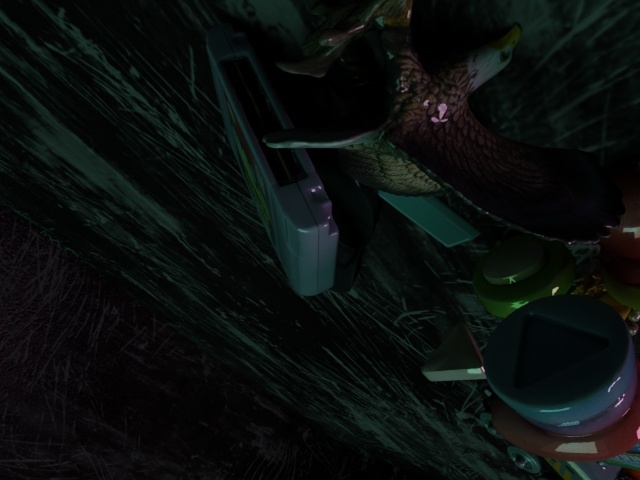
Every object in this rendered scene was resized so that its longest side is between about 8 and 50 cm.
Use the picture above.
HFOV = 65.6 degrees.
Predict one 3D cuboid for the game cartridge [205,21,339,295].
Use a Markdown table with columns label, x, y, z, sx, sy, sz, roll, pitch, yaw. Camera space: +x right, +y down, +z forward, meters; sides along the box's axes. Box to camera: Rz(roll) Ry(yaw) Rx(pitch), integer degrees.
| label | x | y | z | sx | sy | sz | roll | pitch | yaw |
| --- | --- | --- | --- | --- | --- | --- | --- | --- | --- |
| game cartridge | -0.060 | -0.086 | 0.592 | 0.196 | 0.060 | 0.294 | 83 | 163 | -64 |

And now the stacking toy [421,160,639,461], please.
| label | x | y | z | sx | sy | sz | roll | pitch | yaw |
| --- | --- | --- | --- | --- | --- | --- | --- | --- | --- |
| stacking toy | 0.239 | 0.054 | 0.548 | 0.130 | 0.309 | 0.280 | 49 | 157 | -24 |

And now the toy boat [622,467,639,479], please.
| label | x | y | z | sx | sy | sz | roll | pitch | yaw |
| --- | --- | --- | --- | --- | --- | --- | --- | --- | --- |
| toy boat | 0.678 | 0.495 | 1.064 | 0.231 | 0.151 | 0.151 | 18 | 152 | 17 |

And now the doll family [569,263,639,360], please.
| label | x | y | z | sx | sy | sz | roll | pitch | yaw |
| --- | --- | --- | --- | --- | --- | --- | --- | --- | --- |
| doll family | 0.391 | 0.088 | 0.586 | 0.118 | 0.163 | 0.263 | 37 | 157 | -19 |

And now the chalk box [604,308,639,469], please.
| label | x | y | z | sx | sy | sz | roll | pitch | yaw |
| --- | --- | --- | --- | --- | --- | --- | --- | --- | --- |
| chalk box | 0.488 | 0.233 | 0.737 | 0.289 | 0.180 | 0.179 | 41 | 150 | -24 |

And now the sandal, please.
| label | x | y | z | sx | sy | sz | roll | pitch | yaw |
| --- | --- | --- | --- | --- | --- | --- | --- | --- | --- |
| sandal | 0.002 | 0.002 | 0.828 | 0.168 | 0.107 | 0.445 | 21 | 154 | 16 |

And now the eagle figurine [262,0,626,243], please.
| label | x | y | z | sx | sy | sz | roll | pitch | yaw |
| --- | --- | --- | --- | --- | --- | --- | --- | --- | --- |
| eagle figurine | 0.116 | -0.102 | 0.470 | 0.225 | 0.226 | 0.298 | -24 | 122 | 32 |

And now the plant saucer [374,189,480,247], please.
| label | x | y | z | sx | sy | sz | roll | pitch | yaw |
| --- | --- | --- | --- | --- | --- | --- | --- | --- | --- |
| plant saucer | 0.141 | -0.050 | 0.720 | 0.192 | 0.018 | 0.067 | 34 | 152 | -17 |

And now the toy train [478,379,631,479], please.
| label | x | y | z | sx | sy | sz | roll | pitch | yaw |
| --- | --- | --- | --- | --- | --- | --- | --- | --- | --- |
| toy train | 0.483 | 0.415 | 1.037 | 0.334 | 0.142 | 0.190 | 48 | 153 | 11 |
